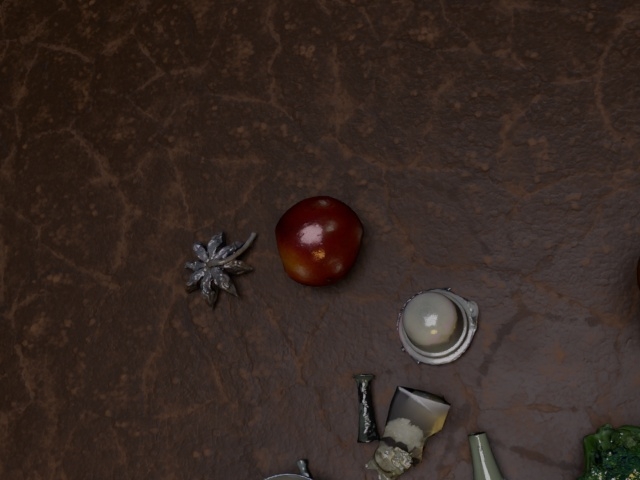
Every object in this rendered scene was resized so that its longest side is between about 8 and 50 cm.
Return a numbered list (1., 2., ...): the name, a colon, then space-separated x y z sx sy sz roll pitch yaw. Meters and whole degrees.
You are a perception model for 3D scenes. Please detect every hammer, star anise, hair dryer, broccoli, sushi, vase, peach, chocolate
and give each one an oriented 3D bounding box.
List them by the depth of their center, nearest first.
1. broccoli: 0.682 0.505 1.558 0.295 0.245 0.264 -1 113 -5
2. hair dryer: 0.320 0.555 1.693 0.267 0.092 0.229 3 90 19
3. sushi: 0.212 0.482 1.756 0.134 0.109 0.272 23 97 16
4. chocolate: 0.282 0.199 1.782 0.222 0.147 0.221 -4 72 11
5. vase: 0.114 0.420 1.813 0.059 0.059 0.166 -8 73 13
6. hammer: -0.137 0.639 1.838 0.247 0.029 0.103 -20 70 11
7. peach: 0.000 0.000 1.887 0.244 0.199 0.243 -1 81 7
8. star anise: -0.283 0.063 2.012 0.262 0.081 0.230 -41 58 4

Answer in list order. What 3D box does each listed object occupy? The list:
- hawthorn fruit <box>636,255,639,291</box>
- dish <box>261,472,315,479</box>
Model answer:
1. hawthorn fruit: 0.926 0.068 1.496 0.472 0.472 0.471 -4 74 14
2. dish: -0.077 0.708 1.744 0.274 0.133 0.273 -1 68 1
